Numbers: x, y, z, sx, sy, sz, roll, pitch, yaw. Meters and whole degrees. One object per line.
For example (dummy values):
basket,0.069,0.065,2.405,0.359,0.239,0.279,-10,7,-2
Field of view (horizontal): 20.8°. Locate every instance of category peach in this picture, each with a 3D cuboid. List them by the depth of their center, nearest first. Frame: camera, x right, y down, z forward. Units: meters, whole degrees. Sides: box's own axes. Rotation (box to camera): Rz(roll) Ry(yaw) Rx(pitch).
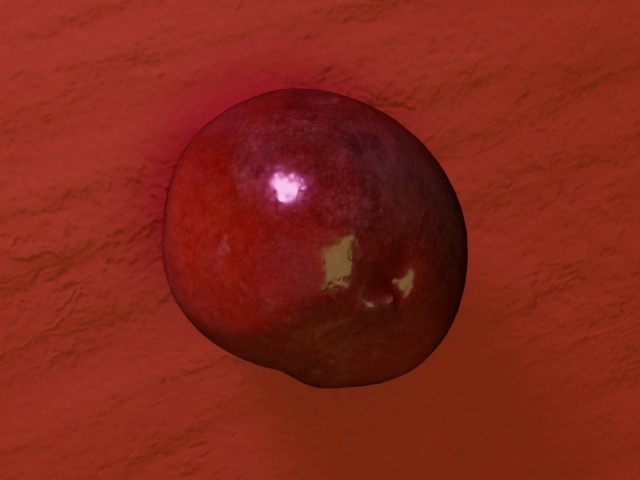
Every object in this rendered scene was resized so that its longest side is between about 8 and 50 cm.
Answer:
peach,0.000,0.000,1.395,0.252,0.252,0.252,-9,118,-18
